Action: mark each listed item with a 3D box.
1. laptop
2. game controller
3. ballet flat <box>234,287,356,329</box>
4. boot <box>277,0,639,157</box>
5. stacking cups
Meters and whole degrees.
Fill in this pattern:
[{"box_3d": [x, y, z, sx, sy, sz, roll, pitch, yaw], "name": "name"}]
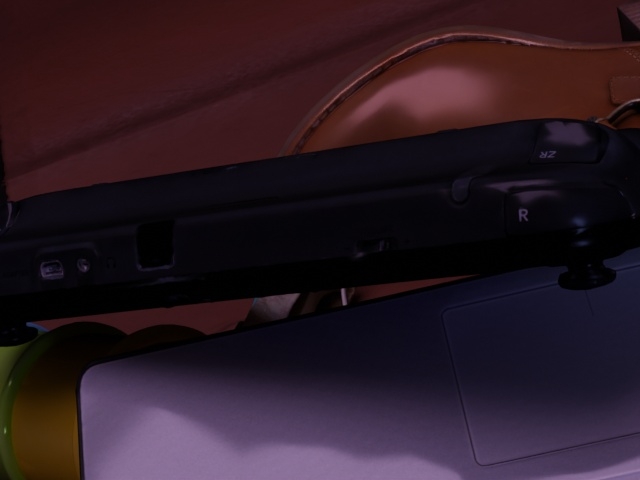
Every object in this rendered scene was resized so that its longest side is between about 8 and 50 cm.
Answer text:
[{"box_3d": [0.095, 0.092, 0.488, 0.382, 0.236, 0.408, -12, 48, 2], "name": "laptop"}, {"box_3d": [0.000, 0.000, 0.717, 0.319, 0.067, 0.166, -6, -4, 30], "name": "game controller"}, {"box_3d": [-0.015, 0.052, 0.859, 0.052, 0.057, 0.168, 0, 34, 14], "name": "ballet flat"}, {"box_3d": [0.124, -0.022, 0.869, 0.284, 0.109, 0.220, -14, 33, -4], "name": "boot"}, {"box_3d": [-0.174, 0.082, 0.851, 0.316, 0.096, 0.096, 0, 34, 45], "name": "stacking cups"}]
